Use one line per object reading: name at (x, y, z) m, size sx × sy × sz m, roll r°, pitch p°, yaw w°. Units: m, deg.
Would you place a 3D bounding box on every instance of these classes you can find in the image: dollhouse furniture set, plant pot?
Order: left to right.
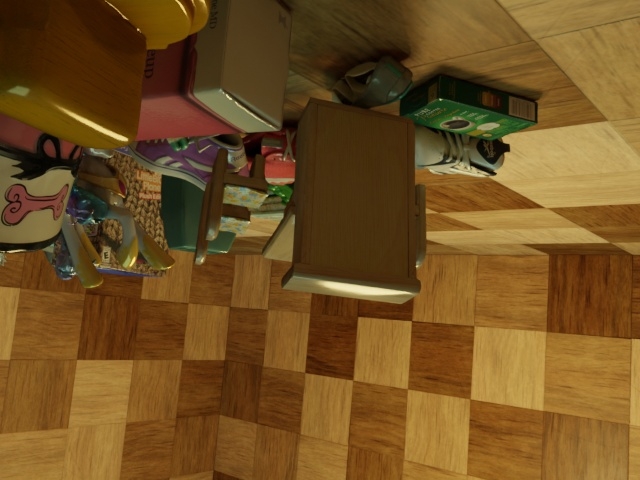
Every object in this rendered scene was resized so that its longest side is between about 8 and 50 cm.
plant pot at (-0.261, -0.091, 1.372) m, size 0.165 × 0.234 × 0.165 m, roll 10°, pitch 171°, yaw -31°
dollhouse furniture set at (0.000, 0.000, 0.985) m, size 0.362 × 0.257 × 0.394 m, roll 9°, pitch 158°, yaw -15°

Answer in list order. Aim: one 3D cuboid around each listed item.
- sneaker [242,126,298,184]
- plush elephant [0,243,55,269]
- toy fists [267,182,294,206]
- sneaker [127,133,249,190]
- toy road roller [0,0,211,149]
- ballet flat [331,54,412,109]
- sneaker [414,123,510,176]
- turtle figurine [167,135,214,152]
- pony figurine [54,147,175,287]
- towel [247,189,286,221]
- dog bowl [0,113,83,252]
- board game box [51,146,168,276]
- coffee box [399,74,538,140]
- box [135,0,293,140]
sneaker at (-0.041, -0.160, 1.160) m, size 0.313 × 0.116 × 0.136 m, roll -1°, pitch 170°, yaw 39°
plush elephant at (-0.655, -0.042, 1.542) m, size 0.255 × 0.330 × 0.272 m, roll 24°, pitch 166°, yaw 1°
toy fists at (-0.007, -0.096, 1.461) m, size 0.279 × 0.096 × 0.142 m, roll 29°, pitch 170°, yaw -13°
sneaker at (-0.256, -0.198, 1.175) m, size 0.282 × 0.102 × 0.161 m, roll 22°, pitch 139°, yaw 17°
toy road roller at (-0.243, -0.200, 0.461) m, size 0.329 × 0.241 × 0.202 m, roll 3°, pitch 172°, yaw 14°
ballet flat at (0.055, -0.217, 0.902) m, size 0.068 × 0.072 × 0.213 m, roll 37°, pitch 161°, yaw -18°
sneaker at (0.239, -0.160, 1.057) m, size 0.153 × 0.094 × 0.235 m, roll -1°, pitch 171°, yaw 28°
turtle figurine at (-0.210, -0.212, 0.888) m, size 0.234 × 0.118 × 0.175 m, roll 4°, pitch -146°, yaw 16°
pony figurine at (-0.474, -0.097, 1.177) m, size 0.351 × 0.364 × 0.303 m, roll 0°, pitch -152°, yaw 22°
towel at (0.016, -0.096, 1.767) m, size 0.374 × 0.090 × 0.320 m, roll -1°, pitch 174°, yaw 39°
dog bowl at (-0.450, -0.160, 0.688) m, size 0.408 × 0.150 × 0.408 m, roll 34°, pitch -174°, yaw -4°
board game box at (-0.478, -0.069, 1.463) m, size 0.141 × 0.291 × 0.232 m, roll 0°, pitch 172°, yaw 26°
coffee box at (0.227, -0.200, 0.953) m, size 0.184 × 0.040 × 0.113 m, roll 7°, pitch 172°, yaw -22°
box at (-0.166, -0.208, 0.717) m, size 0.232 × 0.149 × 0.127 m, roll 0°, pitch 171°, yaw 27°
